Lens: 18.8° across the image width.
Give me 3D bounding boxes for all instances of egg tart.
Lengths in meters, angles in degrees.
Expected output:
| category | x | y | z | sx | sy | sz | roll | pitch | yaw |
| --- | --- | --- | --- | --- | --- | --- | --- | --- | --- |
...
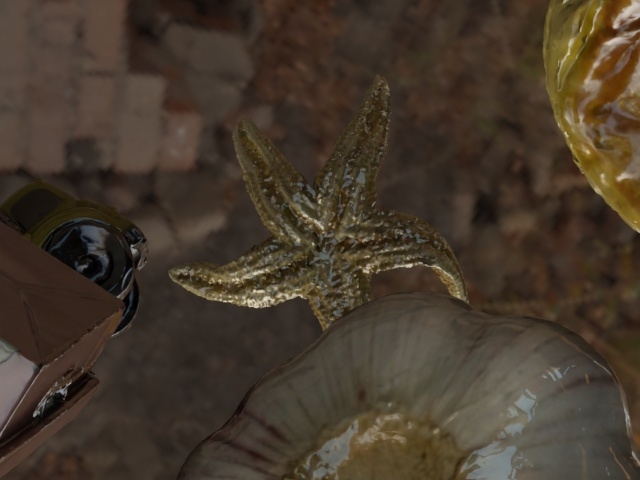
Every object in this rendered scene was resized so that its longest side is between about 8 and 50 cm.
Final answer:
| category | x | y | z | sx | sy | sz | roll | pitch | yaw |
| --- | --- | --- | --- | --- | --- | --- | --- | --- | --- |
| egg tart | 0.332 | -0.125 | 1.385 | 0.150 | 0.352 | 0.352 | -42 | 155 | -45 |

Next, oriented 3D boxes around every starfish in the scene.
| category | x | y | z | sx | sy | sz | roll | pitch | yaw |
| --- | --- | --- | --- | --- | --- | --- | --- | --- | --- |
| starfish | 0.000 | 0.000 | 1.503 | 0.062 | 0.235 | 0.277 | 32 | 63 | -79 |

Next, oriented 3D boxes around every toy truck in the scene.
| category | x | y | z | sx | sy | sz | roll | pitch | yaw |
| --- | --- | --- | --- | --- | --- | --- | --- | --- | --- |
| toy truck | -0.252 | 0.038 | 1.516 | 0.224 | 0.165 | 0.147 | -41 | 171 | -11 |

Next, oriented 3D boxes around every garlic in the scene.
| category | x | y | z | sx | sy | sz | roll | pitch | yaw |
| --- | --- | --- | --- | --- | --- | --- | --- | --- | --- |
| garlic | 0.072 | 0.163 | 1.003 | 0.245 | 0.245 | 0.253 | -53 | 147 | -4 |

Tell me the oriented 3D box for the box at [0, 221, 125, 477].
| category | x | y | z | sx | sy | sz | roll | pitch | yaw |
| --- | --- | --- | --- | --- | --- | --- | --- | --- | --- |
| box | -0.232 | 0.033 | 1.082 | 0.086 | 0.215 | 0.215 | -58 | 177 | 11 |
